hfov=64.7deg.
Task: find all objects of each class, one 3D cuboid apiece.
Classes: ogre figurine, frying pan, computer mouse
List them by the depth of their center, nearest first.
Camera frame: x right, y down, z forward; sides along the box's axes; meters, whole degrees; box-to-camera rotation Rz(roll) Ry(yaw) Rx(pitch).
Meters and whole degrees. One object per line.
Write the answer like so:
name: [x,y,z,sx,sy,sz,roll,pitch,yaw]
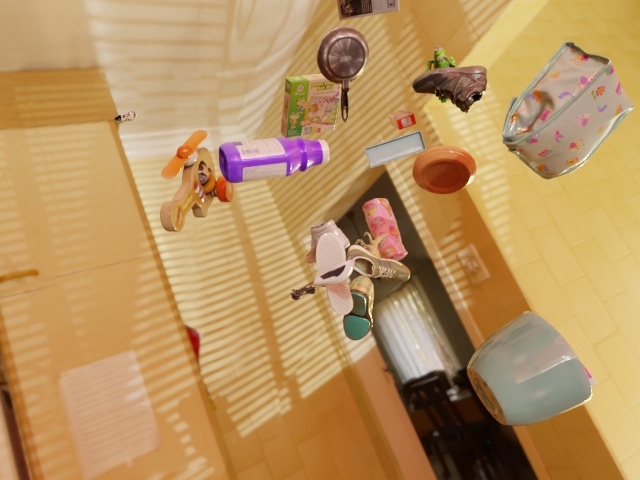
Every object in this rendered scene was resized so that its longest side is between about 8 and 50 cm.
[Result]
computer mouse: [0.017,0.111,1.373,0.193,0.042,0.106,-30,-13,23]
ogre figurine: [0.402,-0.558,1.676,0.096,0.118,0.197,-18,-24,30]
frying pan: [0.065,-0.599,1.824,0.197,0.053,0.326,9,-64,-22]

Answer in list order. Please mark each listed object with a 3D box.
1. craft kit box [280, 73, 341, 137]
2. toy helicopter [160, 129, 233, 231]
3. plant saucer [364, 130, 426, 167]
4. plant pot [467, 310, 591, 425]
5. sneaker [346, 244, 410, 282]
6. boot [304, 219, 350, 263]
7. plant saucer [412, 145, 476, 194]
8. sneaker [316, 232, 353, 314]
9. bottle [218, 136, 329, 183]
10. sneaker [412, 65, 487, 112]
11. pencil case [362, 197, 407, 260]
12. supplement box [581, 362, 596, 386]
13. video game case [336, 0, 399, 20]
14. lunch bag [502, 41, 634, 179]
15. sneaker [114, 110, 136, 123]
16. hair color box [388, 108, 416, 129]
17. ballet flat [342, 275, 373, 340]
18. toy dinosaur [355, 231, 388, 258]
craft kit box: [-0.037,-0.560,2.091,0.249,0.061,0.247,-17,-46,-29]
toy helicopter: [-0.363,-0.153,1.405,0.140,0.355,0.235,0,-56,8]
plant saucer: [0.243,-0.296,1.644,0.192,0.067,0.018,-18,4,2]
plant pot: [0.570,0.388,1.449,0.235,0.293,0.293,-28,-14,-6]
sneaker: [0.159,0.084,1.427,0.086,0.192,0.064,-66,0,-61]
boot: [0.000,0.000,1.859,0.095,0.123,0.258,-35,6,-37]
plant saucer: [0.391,-0.212,1.598,0.199,0.037,0.200,7,-39,5]
sneaker: [0.047,0.115,1.760,0.102,0.282,0.161,-9,-2,4]
bottle: [-0.117,-0.216,1.317,0.282,0.118,0.092,-11,-52,-22]
sneaker: [0.400,-0.463,1.569,0.227,0.130,0.087,-1,-15,11]
pencil case: [0.268,-0.037,2.119,0.124,0.284,0.124,-15,-21,-6]
supplement box: [0.881,0.529,1.880,0.220,0.111,0.114,-38,18,9]
video game case: [0.124,-0.710,1.378,0.173,0.022,0.190,-7,-43,6]
lunch bag: [0.567,-0.287,1.196,0.223,0.160,0.262,23,-67,-42]
sneaker: [-0.705,-0.445,1.826,0.083,0.032,0.037,-21,-2,11]
hair color box: [0.310,-0.460,1.921,0.072,0.043,0.141,-21,21,2]
ballet flat: [0.156,0.263,1.978,0.123,0.123,0.349,-19,-39,-16]
toy dinosaur: [0.169,0.020,1.685,0.053,0.092,0.183,-38,17,37]
